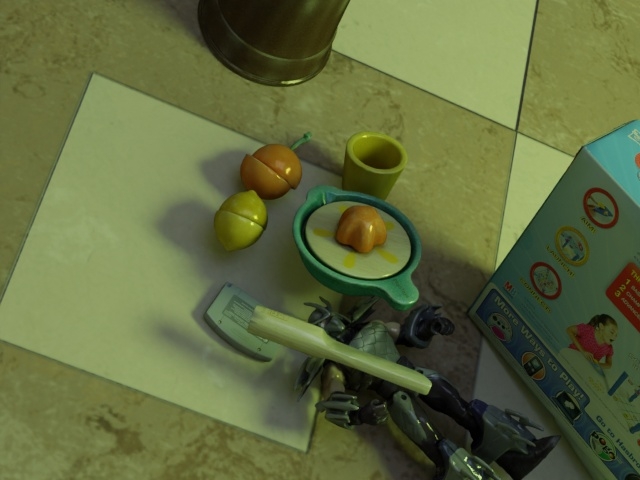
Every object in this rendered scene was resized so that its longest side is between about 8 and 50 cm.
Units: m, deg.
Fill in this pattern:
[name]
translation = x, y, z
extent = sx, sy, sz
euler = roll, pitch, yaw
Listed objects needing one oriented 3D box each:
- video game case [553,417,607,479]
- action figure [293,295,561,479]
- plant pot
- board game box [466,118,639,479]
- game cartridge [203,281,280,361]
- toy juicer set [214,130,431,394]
[video game case]
translation = 0.378, 0.241, 1.452
extent = 0.183, 0.023, 0.201
euler = -25, 76, -33
[action figure]
translation = 0.094, 0.153, 1.327
extent = 0.285, 0.099, 0.185
euler = 40, 60, 4
[plant pot]
translation = -0.033, -0.286, 1.466
extent = 0.167, 0.165, 0.167
euler = 11, 59, -20
[board game box]
translation = 0.324, 0.091, 1.312
extent = 0.086, 0.302, 0.308
euler = -26, 68, -33
[game cartridge]
translation = -0.076, 0.085, 1.335
extent = 0.083, 0.017, 0.056
euler = 36, 51, -3
[toy juicer set]
translation = 0.000, 0.000, 1.321
extent = 0.209, 0.089, 0.329
euler = 6, 45, -12
